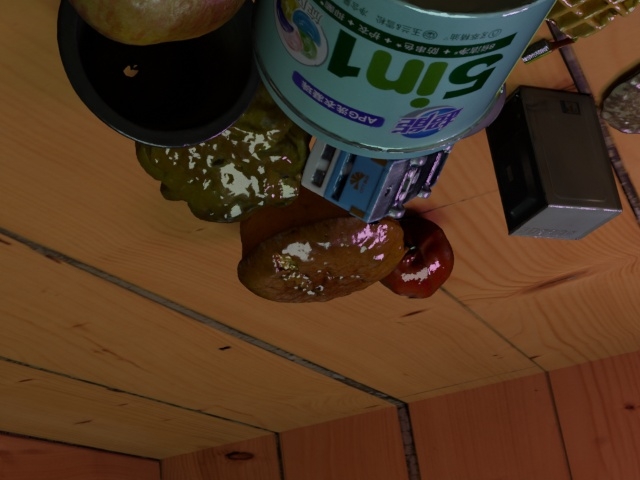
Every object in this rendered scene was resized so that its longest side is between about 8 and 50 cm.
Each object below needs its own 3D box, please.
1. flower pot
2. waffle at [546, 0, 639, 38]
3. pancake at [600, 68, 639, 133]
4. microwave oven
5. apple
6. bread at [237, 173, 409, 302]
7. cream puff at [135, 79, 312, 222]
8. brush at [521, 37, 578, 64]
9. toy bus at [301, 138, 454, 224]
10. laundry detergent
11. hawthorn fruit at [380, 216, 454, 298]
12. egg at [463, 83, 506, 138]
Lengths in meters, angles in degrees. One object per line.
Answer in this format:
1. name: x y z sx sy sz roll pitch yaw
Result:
1. flower pot: -0.200 -0.213 1.134 0.235 0.235 0.148 4 174 -27
2. waffle: 0.361 -0.334 1.196 0.210 0.055 0.160 -26 151 35
3. pancake: 0.551 -0.231 1.545 0.211 0.029 0.235 9 152 -34
4. microwave oven: 0.353 -0.114 1.529 0.163 0.205 0.129 3 155 -23
5. apple: -0.156 -0.288 0.926 0.211 0.211 0.188 3 149 -25
6. bread: -0.006 0.001 1.747 0.312 0.173 0.312 -11 156 -5
7. cream puff: -0.123 -0.140 1.317 0.244 0.196 0.244 -8 157 -3
8. brush: 0.320 -0.272 1.379 0.083 0.019 0.021 -19 146 30
9. toy bus: 0.092 -0.112 1.377 0.297 0.131 0.106 -32 146 -64
10. laundry detergent: 0.081 -0.252 0.993 0.287 0.287 0.305 -3 157 -12
11. hawthorn fruit: 0.176 0.027 1.878 0.156 0.157 0.194 -11 165 6
12. egg: 0.164 -0.205 1.322 0.198 0.147 0.146 0 158 -42
